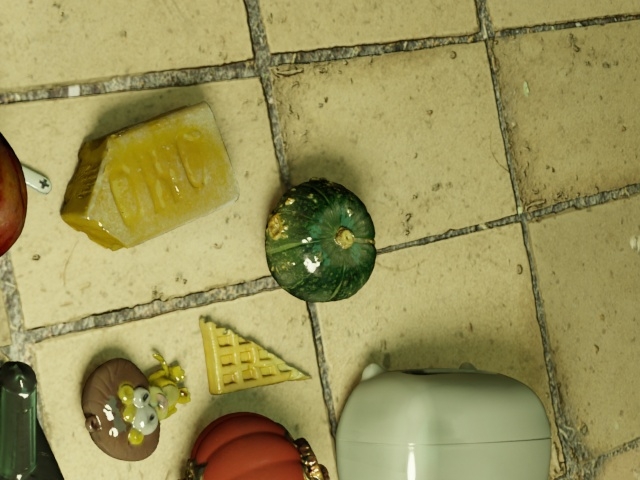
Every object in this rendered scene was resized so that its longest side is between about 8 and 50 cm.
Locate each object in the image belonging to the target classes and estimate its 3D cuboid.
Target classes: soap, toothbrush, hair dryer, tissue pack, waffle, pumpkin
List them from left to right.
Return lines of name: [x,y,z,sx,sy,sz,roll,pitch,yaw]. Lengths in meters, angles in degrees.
toothbrush: [-0.479,-0.137,1.815,0.304,0.030,0.030,32,67,-31]
hair dryer: [-0.383,0.205,1.673,0.116,0.302,0.244,-15,56,-27]
soap: [-0.249,-0.085,1.956,0.257,0.080,0.160,-27,101,-37]
waffle: [-0.093,0.165,2.089,0.191,0.032,0.125,-9,88,-40]
pumpkin: [0.000,0.002,2.101,0.190,0.146,0.190,12,61,-21]
tissue pack: [0.195,0.311,2.167,0.333,0.229,0.236,3,86,-38]

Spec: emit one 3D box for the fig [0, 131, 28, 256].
fig: [-0.460,-0.076,1.689,0.235,0.235,0.214,44,70,-26]

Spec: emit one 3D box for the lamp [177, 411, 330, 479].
lamp: [-0.090,0.351,1.944,0.227,0.227,0.227,5,82,-38]

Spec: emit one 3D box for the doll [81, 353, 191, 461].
doll: [-0.256,0.219,1.916,0.188,0.096,0.145,-51,123,-41]
